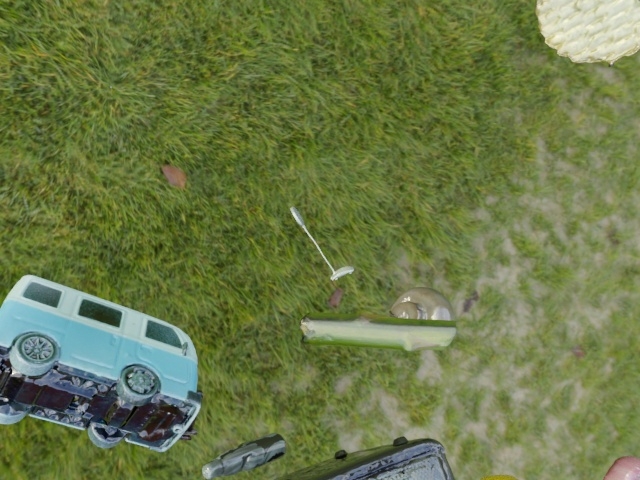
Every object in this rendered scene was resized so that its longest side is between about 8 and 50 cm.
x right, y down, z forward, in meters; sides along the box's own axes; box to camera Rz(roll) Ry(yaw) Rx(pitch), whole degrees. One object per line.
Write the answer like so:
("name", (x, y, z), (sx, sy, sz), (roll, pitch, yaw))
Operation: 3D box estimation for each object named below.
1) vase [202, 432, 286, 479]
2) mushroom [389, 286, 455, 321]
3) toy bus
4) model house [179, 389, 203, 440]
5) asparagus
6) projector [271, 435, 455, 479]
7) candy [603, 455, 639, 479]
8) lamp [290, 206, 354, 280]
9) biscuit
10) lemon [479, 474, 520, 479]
("vase", (-0.163, 0.459, 1.226), (0.211, 0.060, 0.059), (3, 105, -51))
("mushroom", (0.274, 0.181, 1.521), (0.141, 0.188, 0.117), (32, 81, -41))
("toy bus", (-0.298, 0.161, 0.771), (0.271, 0.164, 0.133), (25, 121, -23))
("model house", (-0.315, 0.277, 1.078), (0.203, 0.141, 0.164), (30, 51, -32))
("asparagus", (0.102, 0.163, 1.030), (0.278, 0.060, 0.067), (3, 65, 11))
("projector", (0.012, 0.551, 1.112), (0.405, 0.395, 0.242), (-9, 72, -28))
("candy", (0.428, 0.351, 0.807), (0.103, 0.043, 0.103), (-9, 108, -30))
("lamp", (0.000, 0.000, 1.317), (0.056, 0.050, 0.198), (-33, 93, 9))
("biscuit", (0.540, -0.464, 1.180), (0.036, 0.187, 0.273), (-20, 69, -49))
("lemon", (0.436, 0.677, 1.373), (0.204, 0.260, 0.204), (3, 122, 4))
